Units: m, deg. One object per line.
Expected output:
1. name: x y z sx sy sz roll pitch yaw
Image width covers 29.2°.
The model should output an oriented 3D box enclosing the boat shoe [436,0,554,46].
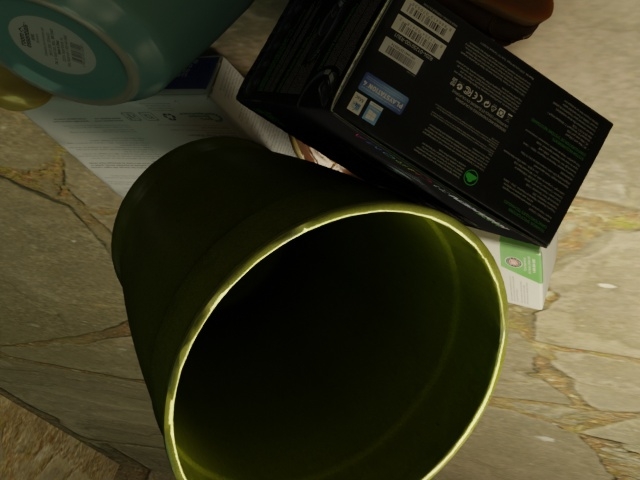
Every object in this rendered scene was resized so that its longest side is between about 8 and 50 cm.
1. boat shoe: 0.100 -0.229 1.066 0.207 0.073 0.073 29 153 -18

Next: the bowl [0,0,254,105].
1. bowl: -0.228 -0.246 1.190 0.312 0.163 0.311 17 156 8

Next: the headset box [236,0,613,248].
1. headset box: 0.082 -0.122 1.153 0.246 0.131 0.283 30 177 -23

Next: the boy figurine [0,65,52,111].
1. boy figurine: -0.442 -0.231 1.448 0.285 0.092 0.177 19 119 11

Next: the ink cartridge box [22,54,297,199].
1. ink cartridge box: -0.170 -0.114 1.554 0.324 0.071 0.330 3 155 33

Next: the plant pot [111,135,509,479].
1. plant pot: -0.053 0.057 1.292 0.366 0.366 0.353 40 -178 -38

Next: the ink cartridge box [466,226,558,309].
1. ink cartridge box: 0.171 -0.009 1.469 0.213 0.093 0.154 12 155 17

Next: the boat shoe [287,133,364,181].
1. boat shoe: 0.018 -0.097 1.455 0.060 0.064 0.178 -26 140 18
